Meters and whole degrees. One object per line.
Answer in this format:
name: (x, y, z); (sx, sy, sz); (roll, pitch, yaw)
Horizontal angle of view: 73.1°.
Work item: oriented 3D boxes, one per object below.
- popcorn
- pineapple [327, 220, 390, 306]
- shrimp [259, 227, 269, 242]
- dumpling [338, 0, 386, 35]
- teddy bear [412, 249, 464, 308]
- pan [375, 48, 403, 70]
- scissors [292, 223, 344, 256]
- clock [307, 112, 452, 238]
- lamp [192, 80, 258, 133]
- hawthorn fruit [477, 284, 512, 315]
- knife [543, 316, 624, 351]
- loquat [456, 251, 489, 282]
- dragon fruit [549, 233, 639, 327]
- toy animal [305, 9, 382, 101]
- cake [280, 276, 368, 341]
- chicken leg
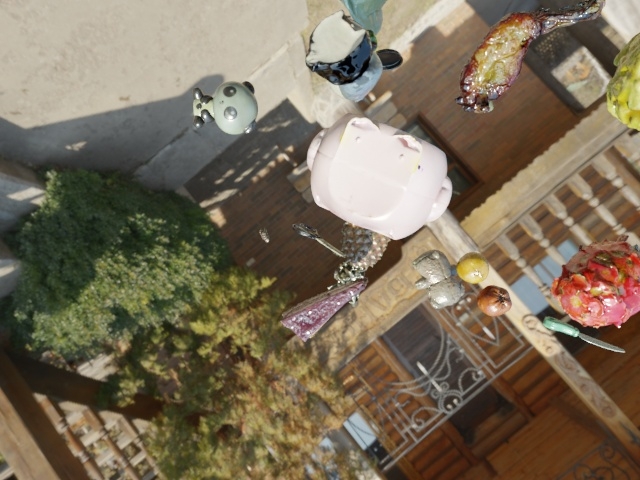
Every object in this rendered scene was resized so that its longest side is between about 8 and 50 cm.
popcorn: (0.712, -0.312, 0.812); (0.282, 0.282, 0.247); (-23, 135, -68)
pineapple: (0.134, 0.062, 1.482); (0.175, 0.175, 0.361); (-27, 132, -62)
shrimp: (-0.263, -0.029, 2.016); (0.038, 0.092, 0.029); (15, 124, -31)
dumpling: (0.175, -0.962, 1.657); (0.320, 0.270, 0.212); (-17, 169, -30)
teddy bear: (0.546, 0.172, 1.999); (0.236, 0.267, 0.151); (-25, 179, -14)
pan: (0.202, -0.695, 1.655); (0.235, 0.028, 0.136); (-2, 173, -13)
scissors: (0.000, 0.000, 1.785); (0.109, 0.300, 0.022); (-5, 121, -47)
clock: (0.148, -0.153, 1.117); (0.251, 0.368, 0.376); (-68, 169, 12)
lamp: (-0.361, -0.505, 1.651); (0.243, 0.198, 0.198); (-2, 172, 1)
hawthorn fruit: (0.728, 0.256, 1.831); (0.133, 0.133, 0.138); (-37, 171, -22)
knife: (0.895, 0.325, 1.467); (0.063, 0.260, 0.035); (-16, 125, -65)
loquat: (0.660, 0.121, 1.868); (0.141, 0.141, 0.141); (-39, 173, -6)
dragon fruit: (0.716, 0.097, 1.078); (0.268, 0.210, 0.205); (-45, 161, -20)
toy animal: (0.092, -0.574, 1.366); (0.212, 0.213, 0.266); (-42, 159, 18)
cake: (0.024, 0.205, 1.316); (0.295, 0.113, 0.116); (-33, -178, 11)
chicken leg: (0.322, -0.314, 0.696); (0.253, 0.106, 0.051); (-39, -178, 20)
